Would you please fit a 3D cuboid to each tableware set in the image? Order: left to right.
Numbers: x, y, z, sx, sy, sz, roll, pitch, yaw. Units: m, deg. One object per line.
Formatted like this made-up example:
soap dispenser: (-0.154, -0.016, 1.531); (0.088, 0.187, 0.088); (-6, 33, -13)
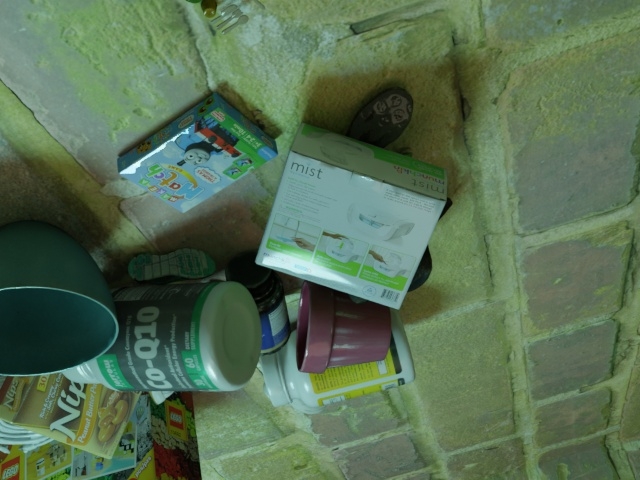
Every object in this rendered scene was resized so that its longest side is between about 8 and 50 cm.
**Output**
tableware set: (-0.107, -0.349, 1.086); (0.154, 0.024, 0.104); (-29, 140, 23)

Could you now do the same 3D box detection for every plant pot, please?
plant pot: (-0.505, 0.081, 1.403); (0.291, 0.195, 0.290); (-10, 145, -7)
plant pot: (0.049, 0.185, 1.718); (0.180, 0.201, 0.201); (4, 143, -7)

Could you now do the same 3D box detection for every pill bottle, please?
pill bottle: (-0.312, 0.186, 1.544); (0.361, 0.204, 0.204); (-5, 150, 24)
pill bottle: (-0.131, 0.129, 1.657); (0.123, 0.122, 0.219); (-12, 138, -3)
pill bottle: (0.038, 0.276, 1.877); (0.334, 0.187, 0.188); (-14, 146, 0)

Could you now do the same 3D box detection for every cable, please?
cable: (-0.682, 0.394, 1.883); (0.257, 0.089, 0.257); (-19, 145, 5)

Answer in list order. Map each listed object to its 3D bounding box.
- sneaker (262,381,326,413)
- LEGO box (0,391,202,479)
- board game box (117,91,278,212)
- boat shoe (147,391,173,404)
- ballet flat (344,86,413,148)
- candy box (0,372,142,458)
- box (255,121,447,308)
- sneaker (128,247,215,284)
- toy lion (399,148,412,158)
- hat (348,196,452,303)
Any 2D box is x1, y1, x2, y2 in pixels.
sneaker: (-0.044, 0.391, 2.120); (0.212, 0.080, 0.094); (23, 120, -40)
LEGO box: (-0.542, 0.604, 1.979); (0.500, 0.372, 0.193); (-27, 143, 18)
board game box: (-0.201, -0.138, 1.336); (0.212, 0.039, 0.160); (-29, 143, 22)
boat shoe: (-0.373, 0.260, 1.807); (0.096, 0.098, 0.277); (-31, 146, -17)
ballet flat: (0.077, -0.169, 1.385); (0.084, 0.058, 0.249); (27, 128, -9)
candy box: (-0.545, 0.346, 1.770); (0.088, 0.182, 0.316); (10, 159, 32)
box: (0.050, -0.040, 1.356); (0.262, 0.126, 0.231); (17, 121, -1)
sneaker: (-0.289, 0.056, 1.577); (0.167, 0.064, 0.076); (0, 160, -13)
toy lion: (0.115, -0.124, 1.477); (0.100, 0.034, 0.096); (-7, 152, -11)
hat: (0.128, 0.045, 1.563); (0.332, 0.133, 0.331); (-21, 160, -8)
